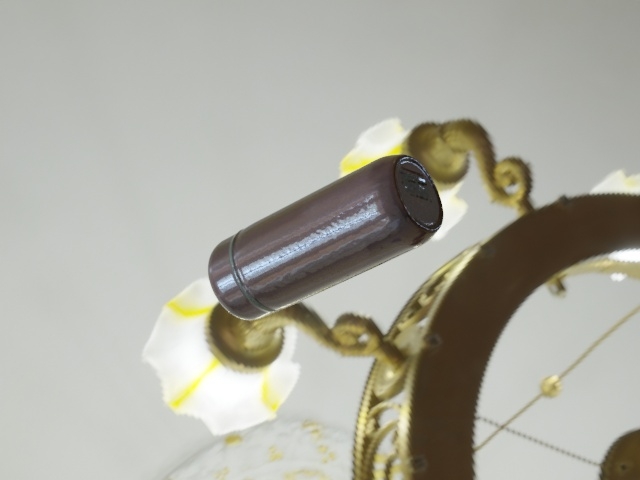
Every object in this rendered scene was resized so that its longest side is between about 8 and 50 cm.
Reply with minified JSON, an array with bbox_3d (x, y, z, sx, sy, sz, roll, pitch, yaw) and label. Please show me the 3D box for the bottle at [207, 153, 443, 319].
[{"bbox_3d":[0.000,0.000,0.722,0.053,0.140,0.053,33,-136,-39],"label":"bottle"}]
